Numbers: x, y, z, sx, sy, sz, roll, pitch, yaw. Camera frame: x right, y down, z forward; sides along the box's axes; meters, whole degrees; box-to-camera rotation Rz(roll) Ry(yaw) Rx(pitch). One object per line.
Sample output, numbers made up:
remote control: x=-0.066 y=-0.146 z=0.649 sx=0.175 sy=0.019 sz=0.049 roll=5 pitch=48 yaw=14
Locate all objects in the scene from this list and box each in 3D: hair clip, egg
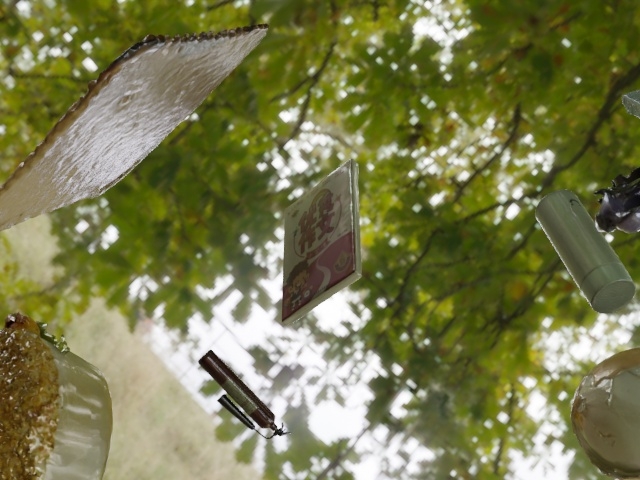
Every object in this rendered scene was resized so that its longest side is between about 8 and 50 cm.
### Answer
hair clip: x=0.360 y=-0.079 z=1.094 sx=0.052 sy=0.195 sz=0.124 roll=49 pitch=-1 yaw=-5
egg: x=0.503 y=0.257 z=1.578 sx=0.201 sy=0.244 sz=0.201 roll=23 pitch=-61 yaw=50

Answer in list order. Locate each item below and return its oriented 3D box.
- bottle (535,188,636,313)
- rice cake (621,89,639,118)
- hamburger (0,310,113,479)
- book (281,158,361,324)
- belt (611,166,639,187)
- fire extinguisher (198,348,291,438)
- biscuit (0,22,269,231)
bottle: x=0.388 y=0.014 z=1.542 sx=0.202 sy=0.072 sz=0.072 roll=-111 pitch=180 yaw=-45
rice cake: x=0.616 y=-0.234 z=1.872 sx=0.226 sy=0.085 sz=0.040 roll=-103 pitch=177 yaw=-69
hamburger: x=-0.384 y=0.244 z=1.275 sx=0.179 sy=0.276 sz=0.294 roll=25 pitch=21 yaw=-34
book: x=0.000 y=0.000 z=1.594 sx=0.022 sy=0.232 sz=0.162 roll=32 pitch=-50 yaw=-32
belt: x=0.420 y=-0.069 z=1.253 sx=0.105 sy=0.140 sz=0.058 roll=46 pitch=25 yaw=-80
fire extinguisher: x=-0.117 y=0.235 z=1.530 sx=0.173 sy=0.049 sz=0.035 roll=46 pitch=-15 yaw=0
biscuit: x=-0.159 y=-0.089 z=0.834 sx=0.237 sy=0.232 sz=0.013 roll=-41 pitch=-93 yaw=26
